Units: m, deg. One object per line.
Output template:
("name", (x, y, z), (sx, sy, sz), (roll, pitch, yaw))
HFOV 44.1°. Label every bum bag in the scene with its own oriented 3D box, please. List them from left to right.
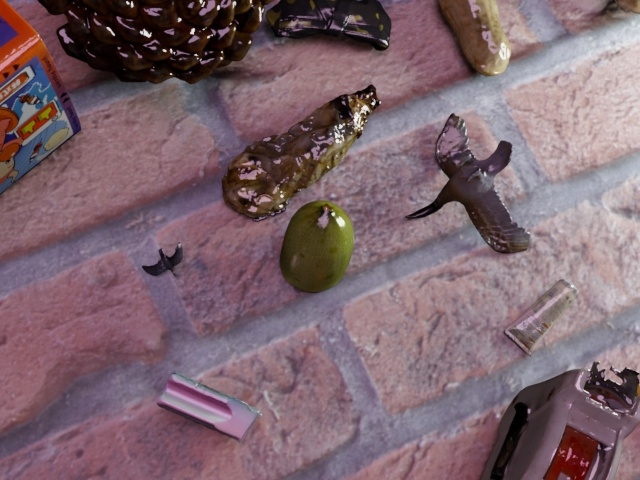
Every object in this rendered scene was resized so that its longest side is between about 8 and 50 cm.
("bum bag", (0.015, -0.403, 1.443), (0.232, 0.060, 0.106), (6, 63, -6))

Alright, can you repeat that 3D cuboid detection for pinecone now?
("pinecone", (-0.286, -0.453, 1.288), (0.398, 0.398, 0.397), (2, 73, -5))

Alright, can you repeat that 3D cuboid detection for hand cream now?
("hand cream", (0.378, 0.125, 1.333), (0.143, 0.039, 0.061), (-44, 88, -7))

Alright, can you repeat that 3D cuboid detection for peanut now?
("peanut", (0.286, -0.399, 1.453), (0.099, 0.099, 0.214), (-15, 73, -10))

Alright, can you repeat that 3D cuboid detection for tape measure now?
("tape measure", (0.332, 0.310, 1.149), (0.130, 0.258, 0.265), (29, 72, 1))

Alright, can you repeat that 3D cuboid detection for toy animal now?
("toy animal", (-0.249, 0.037, 1.294), (0.084, 0.050, 0.028), (-31, 39, 22))
("toy animal", (0.232, -0.102, 1.338), (0.197, 0.160, 0.272), (-20, 69, -10))

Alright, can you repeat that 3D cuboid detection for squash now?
("squash", (0.000, 0.000, 1.255), (0.123, 0.186, 0.123), (3, 66, -8))

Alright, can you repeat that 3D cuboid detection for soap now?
("soap", (-0.166, 0.256, 1.198), (0.149, 0.100, 0.056), (23, 74, 1))

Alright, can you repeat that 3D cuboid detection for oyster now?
("oyster", (-0.027, -0.168, 1.365), (0.345, 0.078, 0.128), (-39, 72, -13))

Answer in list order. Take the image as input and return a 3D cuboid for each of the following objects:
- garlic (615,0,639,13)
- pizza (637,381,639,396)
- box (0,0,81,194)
("garlic", (0.611, -0.532, 1.479), (0.151, 0.196, 0.338), (25, 74, 19))
("pizza", (0.593, 0.285, 1.301), (0.099, 0.036, 0.160), (-35, 79, -15))
("box", (-0.588, -0.197, 1.181), (0.257, 0.318, 0.349), (44, 73, 6))
